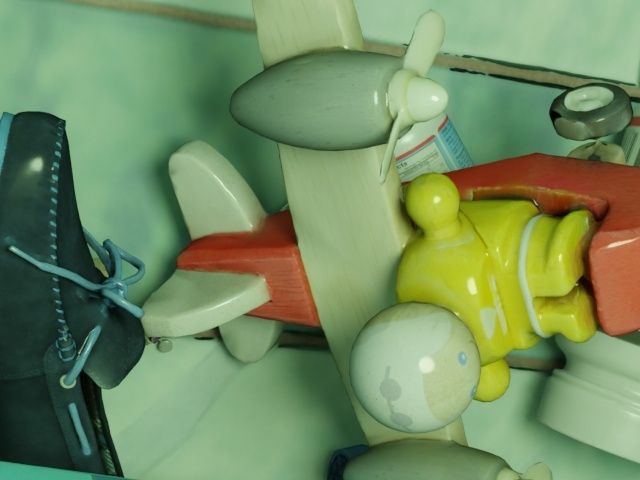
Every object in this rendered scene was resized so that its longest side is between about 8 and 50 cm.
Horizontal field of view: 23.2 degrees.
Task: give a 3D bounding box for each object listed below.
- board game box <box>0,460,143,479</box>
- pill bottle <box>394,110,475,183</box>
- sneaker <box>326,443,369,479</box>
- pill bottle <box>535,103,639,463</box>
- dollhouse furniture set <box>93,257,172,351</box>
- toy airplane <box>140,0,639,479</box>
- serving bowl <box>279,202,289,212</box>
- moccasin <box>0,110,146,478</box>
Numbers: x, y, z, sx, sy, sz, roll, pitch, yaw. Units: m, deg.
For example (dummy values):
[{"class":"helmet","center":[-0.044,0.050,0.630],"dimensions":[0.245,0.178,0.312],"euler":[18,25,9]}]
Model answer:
[{"class":"board game box","center":[-0.159,0.292,1.144],"dimensions":[0.336,0.079,0.254],"euler":[14,118,-30]},{"class":"pill bottle","center":[0.076,-0.058,1.252],"dimensions":[0.087,0.087,0.160],"euler":[-34,107,-12]},{"class":"sneaker","center":[0.068,0.269,1.305],"dimensions":[0.090,0.081,0.232],"euler":[-17,109,-21]},{"class":"pill bottle","center":[0.293,0.041,1.305],"dimensions":[0.161,0.161,0.283],"euler":[19,91,-21]},{"class":"dollhouse furniture set","center":[-0.177,0.087,1.224],"dimensions":[0.114,0.091,0.081],"euler":[-43,153,13]},{"class":"toy airplane","center":[0.048,0.033,1.095],"dimensions":[0.386,0.272,0.384],"euler":[31,121,-10]},{"class":"serving bowl","center":[0.000,0.000,1.260],"dimensions":[0.083,0.027,0.083],"euler":[0,97,-2]},{"class":"moccasin","center":[-0.177,0.062,1.101],"dimensions":[0.116,0.138,0.342],"euler":[5,126,0]}]
